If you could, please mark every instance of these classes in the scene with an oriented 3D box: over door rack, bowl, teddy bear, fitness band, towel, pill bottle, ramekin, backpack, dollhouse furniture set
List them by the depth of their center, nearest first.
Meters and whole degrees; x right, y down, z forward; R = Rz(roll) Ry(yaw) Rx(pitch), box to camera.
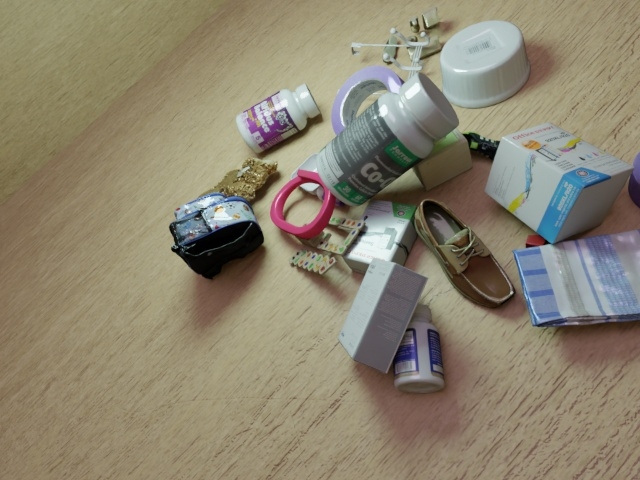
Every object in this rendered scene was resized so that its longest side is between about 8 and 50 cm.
[{"bbox_3d":[0.582,0.078,0.914,0.285,0.034,0.209,-10,52,18],"label":"towel"},{"bbox_3d":[0.223,0.249,1.000,0.112,0.112,0.186,-11,54,22],"label":"pill bottle"},{"bbox_3d":[0.175,-0.268,1.173,0.361,0.204,0.204,-37,44,34],"label":"pill bottle"},{"bbox_3d":[-0.055,-0.116,1.359,0.291,0.054,0.208,25,88,51],"label":"fitness band"},{"bbox_3d":[0.523,-0.577,1.387,0.278,0.135,0.277,-14,53,19],"label":"ramekin"},{"bbox_3d":[-0.328,-0.026,1.394,0.264,0.276,0.213,-19,69,-4],"label":"backpack"},{"bbox_3d":[-0.015,-0.224,1.488,0.142,0.053,0.142,-47,49,-7],"label":"bowl"},{"bbox_3d":[-0.294,-0.190,1.566,0.245,0.113,0.338,3,44,36],"label":"teddy bear"},{"bbox_3d":[0.217,-0.646,1.586,0.325,0.108,0.239,9,76,32],"label":"over door rack"},{"bbox_3d":[0.402,-0.772,1.655,0.144,0.123,0.151,-18,87,17],"label":"dollhouse furniture set"},{"bbox_3d":[-0.161,-0.478,1.663,0.302,0.169,0.169,-27,50,11],"label":"pill bottle"}]

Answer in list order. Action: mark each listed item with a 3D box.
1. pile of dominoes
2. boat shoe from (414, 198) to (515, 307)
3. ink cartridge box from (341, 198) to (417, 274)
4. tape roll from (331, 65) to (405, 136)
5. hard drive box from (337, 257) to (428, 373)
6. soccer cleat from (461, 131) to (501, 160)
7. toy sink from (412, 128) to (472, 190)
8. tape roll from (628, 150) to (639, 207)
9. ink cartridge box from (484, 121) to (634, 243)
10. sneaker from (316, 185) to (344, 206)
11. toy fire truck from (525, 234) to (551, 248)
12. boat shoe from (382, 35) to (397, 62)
[{"bbox_3d":[0.000,0.000,1.274,0.196,0.040,0.251,-54,28,-12],"label":"pile of dominoes"},{"bbox_3d":[0.341,0.023,1.063,0.123,0.120,0.324,-37,61,-1],"label":"boat shoe"},{"bbox_3d":[0.176,-0.003,1.213,0.153,0.087,0.208,14,67,35],"label":"ink cartridge box"},{"bbox_3d":[0.171,-0.436,1.441,0.275,0.090,0.274,-7,78,37],"label":"tape roll"},{"bbox_3d":[0.139,0.167,1.016,0.232,0.089,0.181,-65,8,-2],"label":"hard drive box"},{"bbox_3d":[0.475,-0.269,1.240,0.072,0.060,0.179,-9,35,-31],"label":"soccer cleat"},{"bbox_3d":[0.329,-0.296,1.302,0.153,0.131,0.234,-27,50,9],"label":"toy sink"},{"bbox_3d":[0.816,-0.143,0.971,0.189,0.080,0.188,-15,53,20],"label":"tape roll"},{"bbox_3d":[0.549,-0.143,1.020,0.171,0.168,0.232,-19,46,-20],"label":"ink cartridge box"},{"bbox_3d":[0.102,-0.199,1.390,0.236,0.095,0.104,-47,54,0],"label":"sneaker"},{"bbox_3d":[0.567,0.063,0.985,0.192,0.047,0.135,11,63,32],"label":"toy fire truck"},{"bbox_3d":[0.271,-0.751,1.702,0.043,0.049,0.136,-39,31,62],"label":"boat shoe"}]
